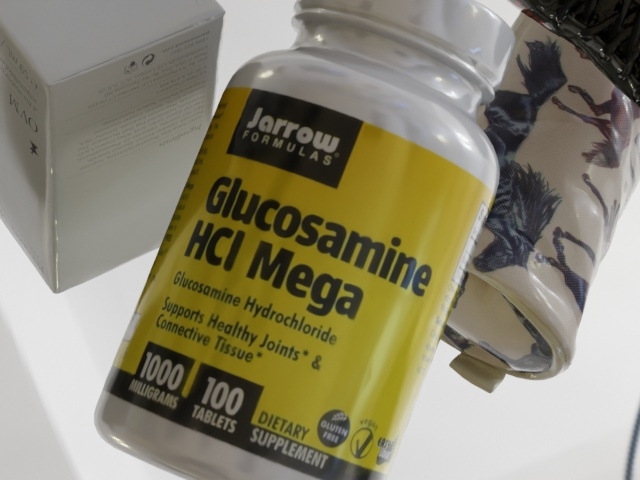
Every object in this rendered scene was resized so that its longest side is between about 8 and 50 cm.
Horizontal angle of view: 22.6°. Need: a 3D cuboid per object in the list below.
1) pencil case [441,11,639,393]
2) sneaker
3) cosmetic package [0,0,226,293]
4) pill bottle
[{"bbox_3d":[0.196,-0.087,1.281,0.160,0.183,0.410,17,-113,27],"label":"pencil case"},{"bbox_3d":[0.222,-0.147,1.088,0.276,0.135,0.097,27,-62,-17],"label":"sneaker"},{"bbox_3d":[-0.187,-0.127,1.128,0.224,0.138,0.224,50,-27,27],"label":"cosmetic package"},{"bbox_3d":[0.000,0.000,1.017,0.188,0.188,0.333,19,-96,19],"label":"pill bottle"}]
